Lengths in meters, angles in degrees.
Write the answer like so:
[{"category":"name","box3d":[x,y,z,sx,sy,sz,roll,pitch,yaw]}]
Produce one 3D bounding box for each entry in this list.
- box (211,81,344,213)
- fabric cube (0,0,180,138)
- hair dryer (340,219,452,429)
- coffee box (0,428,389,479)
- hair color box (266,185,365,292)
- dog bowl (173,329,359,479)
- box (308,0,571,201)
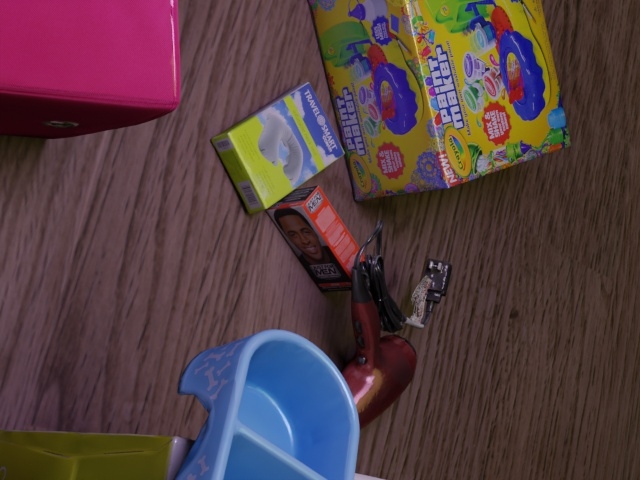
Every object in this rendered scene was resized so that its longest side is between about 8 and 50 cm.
[{"category":"box","box3d":[-0.045,-0.122,1.542,0.178,0.042,0.109,-38,108,-38]},{"category":"fabric cube","box3d":[-0.312,-0.239,1.163,0.258,0.254,0.259,-1,87,-43]},{"category":"hair dryer","box3d":[0.054,0.128,1.560,0.224,0.080,0.293,24,84,-51]},{"category":"coffee box","box3d":[-0.143,0.379,1.203,0.334,0.338,0.337,21,71,-39]},{"category":"hair color box","box3d":[0.000,0.000,1.555,0.043,0.072,0.141,-50,117,-34]},{"category":"dog bowl","box3d":[-0.046,0.197,1.017,0.166,0.074,0.297,38,38,-22]},{"category":"box","box3d":[0.165,-0.230,1.660,0.279,0.177,0.289,-20,100,-41]}]
